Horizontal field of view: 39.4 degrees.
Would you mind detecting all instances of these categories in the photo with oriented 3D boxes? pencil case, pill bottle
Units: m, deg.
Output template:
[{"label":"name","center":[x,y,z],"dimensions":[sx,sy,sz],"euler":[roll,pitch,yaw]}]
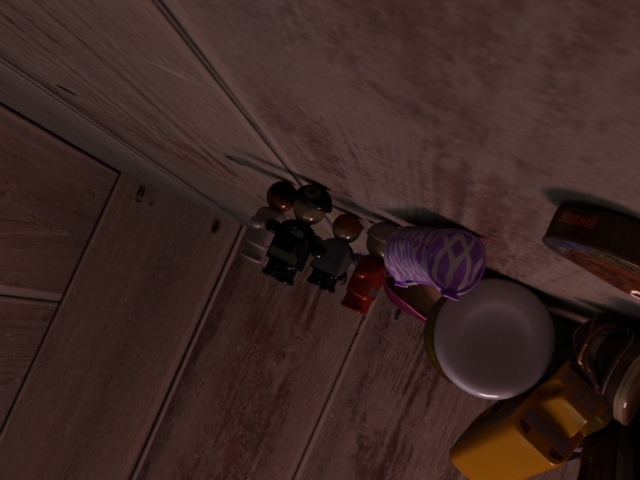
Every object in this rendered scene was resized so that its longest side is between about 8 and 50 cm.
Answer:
[{"label":"pencil case","center":[0.142,0.025,1.166],"dimensions":[0.086,0.088,0.206],"euler":[22,176,-10]},{"label":"pill bottle","center":[0.272,0.164,1.516],"dimensions":[0.187,0.188,0.334],"euler":[24,176,5]}]

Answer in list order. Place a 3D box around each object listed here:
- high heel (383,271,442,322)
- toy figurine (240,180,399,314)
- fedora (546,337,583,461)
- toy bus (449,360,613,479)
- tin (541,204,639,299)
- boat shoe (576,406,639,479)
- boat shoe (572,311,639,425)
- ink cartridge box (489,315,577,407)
[{"label":"high heel","center":[0.296,0.169,1.843],"dimensions":[0.377,0.127,0.181],"euler":[26,-172,25]},{"label":"toy figurine","center":[0.000,0.000,1.371],"dimensions":[0.213,0.148,0.209],"euler":[23,-177,-22]},{"label":"fedora","center":[0.479,0.299,1.580],"dimensions":[0.275,0.244,0.124],"euler":[-3,-167,-26]},{"label":"toy bus","center":[0.334,0.306,1.442],"dimensions":[0.108,0.130,0.333],"euler":[45,153,7]},{"label":"tin","center":[0.266,0.021,0.735],"dimensions":[0.189,0.040,0.106],"euler":[26,180,-31]},{"label":"boat shoe","center":[0.446,0.322,1.383],"dimensions":[0.104,0.111,0.307],"euler":[-19,-169,27]},{"label":"boat shoe","center":[0.404,0.165,1.243],"dimensions":[0.123,0.123,0.342],"euler":[30,-170,19]},{"label":"ink cartridge box","center":[0.431,0.264,1.679],"dimensions":[0.160,0.220,0.092],"euler":[26,177,-29]}]
